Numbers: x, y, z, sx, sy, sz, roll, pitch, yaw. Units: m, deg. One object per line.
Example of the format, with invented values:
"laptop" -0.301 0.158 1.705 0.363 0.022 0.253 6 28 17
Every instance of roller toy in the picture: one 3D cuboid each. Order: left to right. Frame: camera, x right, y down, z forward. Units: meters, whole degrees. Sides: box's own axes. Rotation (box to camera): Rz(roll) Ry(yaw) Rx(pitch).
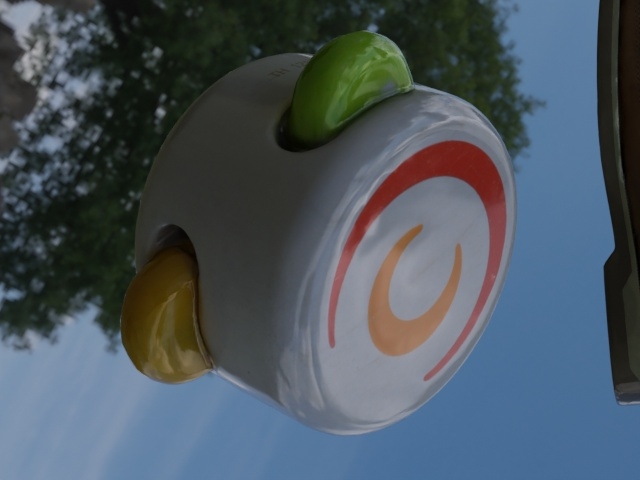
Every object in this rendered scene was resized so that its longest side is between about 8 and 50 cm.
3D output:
"roller toy" 0.000 0.000 0.655 0.146 0.191 0.209 23 -93 39

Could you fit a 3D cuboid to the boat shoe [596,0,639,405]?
"boat shoe" 0.251 -0.039 0.827 0.105 0.111 0.307 -4 -90 18
